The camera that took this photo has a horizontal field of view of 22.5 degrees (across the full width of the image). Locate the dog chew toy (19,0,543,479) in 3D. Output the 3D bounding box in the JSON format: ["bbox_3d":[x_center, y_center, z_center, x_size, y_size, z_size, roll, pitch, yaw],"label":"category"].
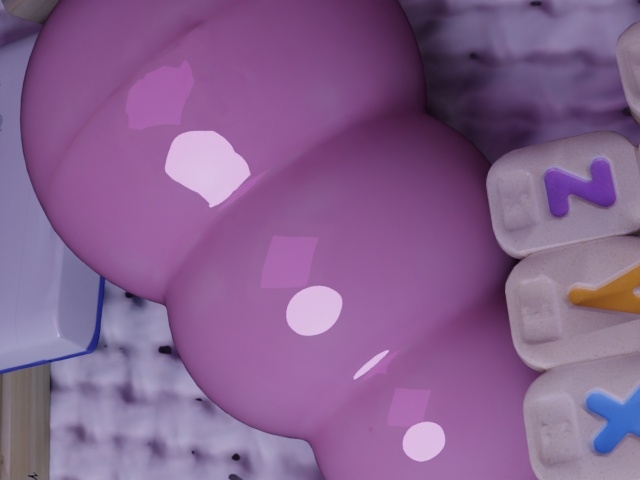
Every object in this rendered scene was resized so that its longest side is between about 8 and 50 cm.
[{"bbox_3d":[0.000,0.000,0.784,0.206,0.207,0.332,-43,74,21],"label":"dog chew toy"}]

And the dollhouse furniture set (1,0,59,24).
[{"bbox_3d":[-0.200,-0.288,0.868,0.286,0.303,0.198,-37,68,24],"label":"dollhouse furniture set"}]

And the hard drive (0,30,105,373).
[{"bbox_3d":[-0.264,-0.003,1.004,0.319,0.040,0.210,-14,61,30],"label":"hard drive"}]

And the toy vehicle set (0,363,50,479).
[{"bbox_3d":[-0.243,0.180,1.004,0.166,0.035,0.266,-4,83,32],"label":"toy vehicle set"}]

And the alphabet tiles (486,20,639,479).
[{"bbox_3d":[0.215,0.009,0.668,0.278,0.021,0.284,-13,56,11],"label":"alphabet tiles"}]
